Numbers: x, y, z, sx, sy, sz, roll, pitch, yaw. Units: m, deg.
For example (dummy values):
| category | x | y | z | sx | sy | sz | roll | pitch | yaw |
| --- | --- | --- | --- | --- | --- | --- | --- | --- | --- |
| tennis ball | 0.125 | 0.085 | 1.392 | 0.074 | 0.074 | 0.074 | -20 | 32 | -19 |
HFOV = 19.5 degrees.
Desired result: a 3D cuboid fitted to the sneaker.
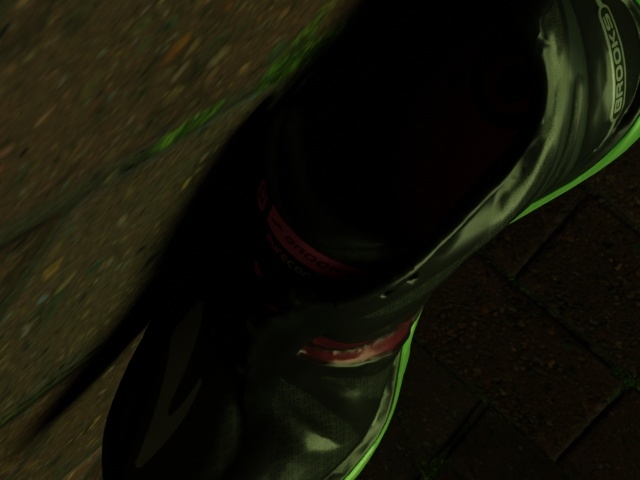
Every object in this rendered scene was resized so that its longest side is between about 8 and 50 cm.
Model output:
| category | x | y | z | sx | sy | sz | roll | pitch | yaw |
| --- | --- | --- | --- | --- | --- | --- | --- | --- | --- |
| sneaker | 0.000 | 0.000 | 1.105 | 0.483 | 0.185 | 0.202 | -53 | 153 | 19 |
